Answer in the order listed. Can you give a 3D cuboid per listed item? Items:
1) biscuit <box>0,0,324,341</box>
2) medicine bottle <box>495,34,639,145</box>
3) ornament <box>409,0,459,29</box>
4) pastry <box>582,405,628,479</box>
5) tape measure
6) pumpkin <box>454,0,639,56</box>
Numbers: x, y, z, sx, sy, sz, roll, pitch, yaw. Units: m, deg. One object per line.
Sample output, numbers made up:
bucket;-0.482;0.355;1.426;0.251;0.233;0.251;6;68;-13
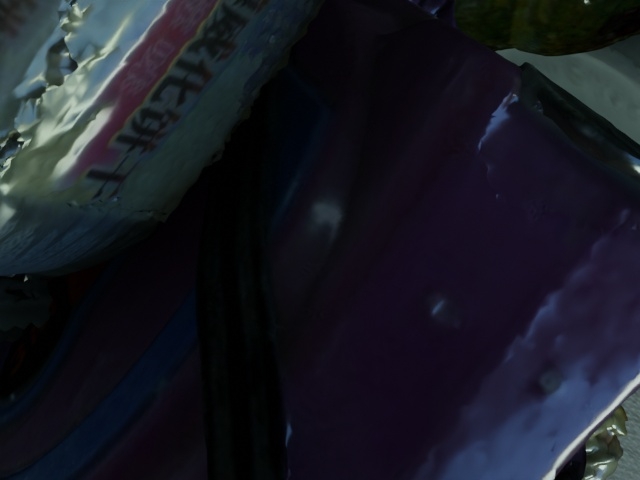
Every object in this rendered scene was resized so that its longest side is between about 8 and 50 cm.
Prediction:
biscuit;-0.029;-0.098;0.441;0.309;0.079;0.186;-53;165;7
medicine bottle;0.245;-0.122;0.991;0.332;0.190;0.190;-40;163;-24
ornament;0.027;-0.062;0.706;0.088;0.081;0.203;-43;165;-30
pastry;0.043;0.109;1.074;0.237;0.170;0.256;-30;171;2
tape measure;-0.002;0.040;0.567;0.231;0.149;0.245;-54;-159;9
pumpkin;0.140;-0.134;0.833;0.163;0.111;0.278;-52;168;26
